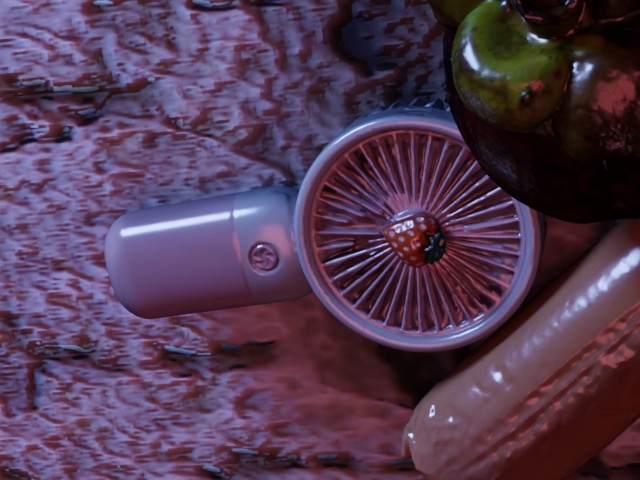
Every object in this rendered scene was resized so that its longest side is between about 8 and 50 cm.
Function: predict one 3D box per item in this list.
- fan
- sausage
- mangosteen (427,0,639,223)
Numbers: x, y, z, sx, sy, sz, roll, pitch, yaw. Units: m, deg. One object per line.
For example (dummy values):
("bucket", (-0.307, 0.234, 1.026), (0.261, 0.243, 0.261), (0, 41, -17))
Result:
("fan", (0.000, 0.000, 0.997), (0.244, 0.074, 0.130), (-10, 107, 17))
("sausage", (0.158, 0.044, 0.967), (0.086, 0.086, 0.289), (45, 114, -4))
("mangosteen", (0.127, -0.099, 0.877), (0.172, 0.172, 0.184), (-34, 122, 22))
